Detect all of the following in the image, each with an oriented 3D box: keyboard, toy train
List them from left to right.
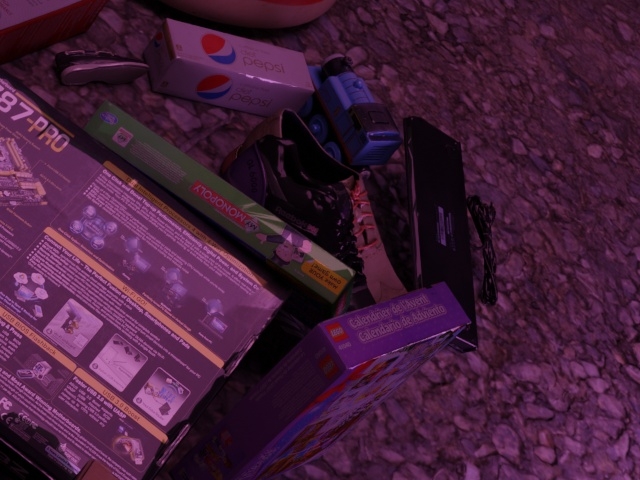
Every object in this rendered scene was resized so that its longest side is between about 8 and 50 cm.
[{"bbox_3d":[0.033,-0.167,2.172,0.080,0.105,0.184,0,54,-41],"label":"toy train"},{"bbox_3d":[0.174,-0.001,2.143,0.201,0.033,0.317,28,51,-42],"label":"keyboard"}]

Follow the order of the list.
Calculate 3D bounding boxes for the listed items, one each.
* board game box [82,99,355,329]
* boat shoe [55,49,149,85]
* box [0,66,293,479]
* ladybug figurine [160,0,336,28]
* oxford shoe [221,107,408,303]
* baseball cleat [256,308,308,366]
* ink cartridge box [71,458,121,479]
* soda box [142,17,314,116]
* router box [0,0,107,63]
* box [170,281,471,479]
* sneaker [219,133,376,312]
[{"bbox_3d":[-0.106,-0.017,1.753,0.317,0.213,0.046,35,79,8],"label":"board game box"},{"bbox_3d":[-0.271,-0.218,2.013,0.125,0.046,0.038,-9,65,-35],"label":"boat shoe"},{"bbox_3d":[-0.274,0.055,1.611,0.395,0.097,0.318,37,62,-1],"label":"box"},{"bbox_3d":[-0.118,-0.443,2.263,0.449,0.162,0.305,-11,62,-46],"label":"ladybug figurine"},{"bbox_3d":[0.018,-0.008,1.985,0.348,0.130,0.123,49,39,10],"label":"oxford shoe"},{"bbox_3d":[-0.069,0.105,1.865,0.109,0.072,0.206,2,42,-32],"label":"baseball cleat"},{"bbox_3d":[-0.170,0.335,1.444,0.235,0.193,0.088,38,38,-4],"label":"ink cartridge box"},{"bbox_3d":[-0.119,-0.221,2.125,0.216,0.069,0.074,10,48,-34],"label":"soda box"},{"bbox_3d":[-0.464,-0.359,1.952,0.335,0.082,0.301,47,38,7],"label":"router box"},{"bbox_3d":[-0.002,0.161,1.672,0.201,0.293,0.057,-16,67,-48],"label":"box"},{"bbox_3d":[0.000,0.000,1.886,0.283,0.124,0.107,47,18,6],"label":"sneaker"}]
